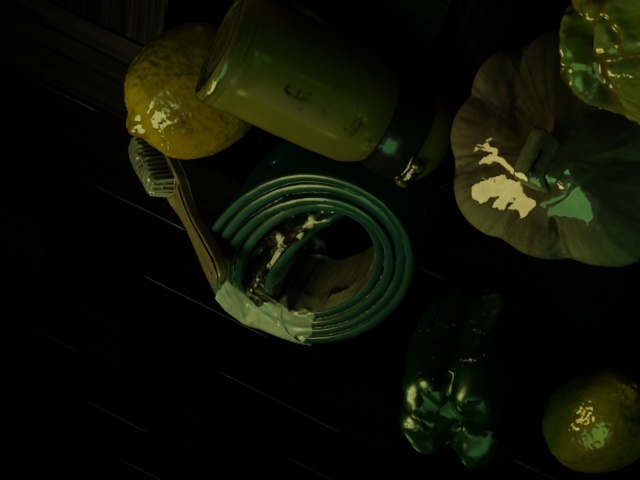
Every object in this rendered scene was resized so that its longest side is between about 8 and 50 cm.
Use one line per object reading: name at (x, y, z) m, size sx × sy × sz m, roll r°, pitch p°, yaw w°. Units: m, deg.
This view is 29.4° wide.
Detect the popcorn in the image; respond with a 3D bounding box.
popcorn at (0.404, -0.246, 1.315) m, size 0.282 × 0.282 × 0.247 m, roll 47°, pitch 158°, yaw -20°

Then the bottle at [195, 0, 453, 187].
bottle at (0.018, -0.195, 1.666) m, size 0.351 × 0.171 × 0.171 m, roll 24°, pitch 145°, yaw -17°

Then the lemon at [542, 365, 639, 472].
lemon at (0.452, 0.289, 1.966) m, size 0.170 × 0.170 × 0.207 m, roll 41°, pitch 134°, yaw -14°

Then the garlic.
garlic at (0.315, -0.119, 1.524) m, size 0.322 × 0.322 × 0.241 m, roll 23°, pitch 166°, yaw 9°

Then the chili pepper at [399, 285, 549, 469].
chili pepper at (0.243, 0.224, 1.964) m, size 0.233 × 0.256 × 0.248 m, roll 3°, pitch 128°, yaw 30°

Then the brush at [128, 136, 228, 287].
brush at (-0.236, -0.058, 1.958) m, size 0.327 × 0.065 × 0.070 m, roll 60°, pitch 144°, yaw 29°

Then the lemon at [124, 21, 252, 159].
lemon at (-0.184, -0.220, 1.786) m, size 0.192 × 0.231 × 0.192 m, roll 53°, pitch 173°, yaw 10°

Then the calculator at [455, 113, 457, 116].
calculator at (0.302, -0.129, 1.694) m, size 0.246 × 0.045 × 0.141 m, roll 23°, pitch 142°, yaw 11°

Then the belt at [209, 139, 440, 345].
belt at (0.000, 0.000, 1.931) m, size 0.300 × 0.173 × 0.436 m, roll 40°, pitch 141°, yaw -9°
